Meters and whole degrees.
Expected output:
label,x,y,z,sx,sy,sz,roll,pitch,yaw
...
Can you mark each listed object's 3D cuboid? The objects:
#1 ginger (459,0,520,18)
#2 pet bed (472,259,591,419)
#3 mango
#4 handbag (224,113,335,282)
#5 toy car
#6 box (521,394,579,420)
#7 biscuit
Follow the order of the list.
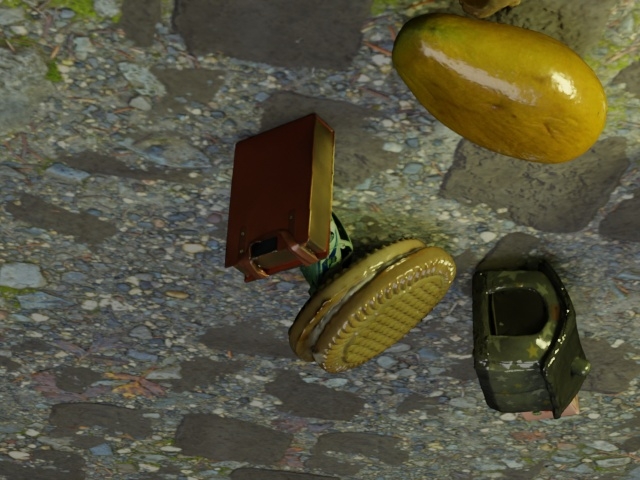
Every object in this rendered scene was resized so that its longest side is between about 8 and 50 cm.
label,x,y,z,sx,sy,sz,roll,pitch,yaw
ginger,0.163,-0.291,1.264,0.095,0.068,0.190,-2,149,11
pet bed,0.311,0.148,1.871,0.159,0.183,0.211,-3,149,13
mango,0.199,-0.168,1.406,0.317,0.119,0.176,19,165,-34
handbag,-0.049,-0.049,1.561,0.127,0.190,0.063,-18,142,29
toy car,0.000,0.000,1.740,0.076,0.090,0.224,-22,151,-12
box,0.359,0.219,2.040,0.089,0.125,0.043,-14,145,22
biscuit,0.073,0.091,1.795,0.259,0.079,0.259,-33,159,-15
